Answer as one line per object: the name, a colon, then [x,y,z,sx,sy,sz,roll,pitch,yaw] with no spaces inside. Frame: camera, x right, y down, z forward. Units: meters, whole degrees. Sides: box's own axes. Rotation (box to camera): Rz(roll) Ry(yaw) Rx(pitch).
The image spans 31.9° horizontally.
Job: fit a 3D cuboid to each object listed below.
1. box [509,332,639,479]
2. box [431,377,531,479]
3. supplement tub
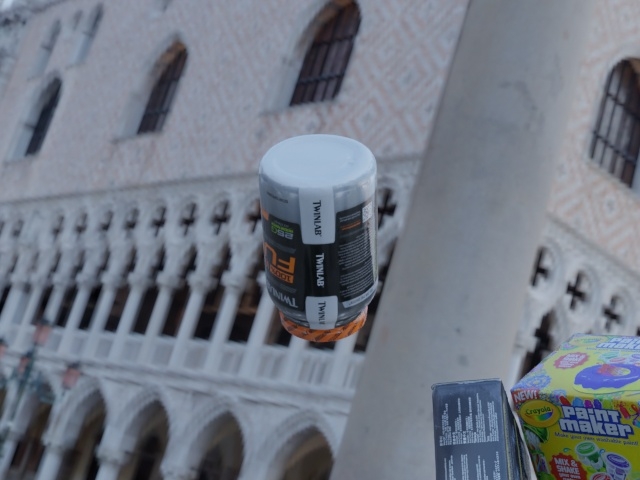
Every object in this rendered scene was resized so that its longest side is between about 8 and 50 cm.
box: [0.448,0.286,1.482,0.290,0.177,0.279,-3,-68,48]
box: [0.213,0.406,1.353,0.097,0.395,0.318,-7,-28,12]
supplement tub: [0.000,0.000,1.120,0.117,0.117,0.190,11,-56,21]
